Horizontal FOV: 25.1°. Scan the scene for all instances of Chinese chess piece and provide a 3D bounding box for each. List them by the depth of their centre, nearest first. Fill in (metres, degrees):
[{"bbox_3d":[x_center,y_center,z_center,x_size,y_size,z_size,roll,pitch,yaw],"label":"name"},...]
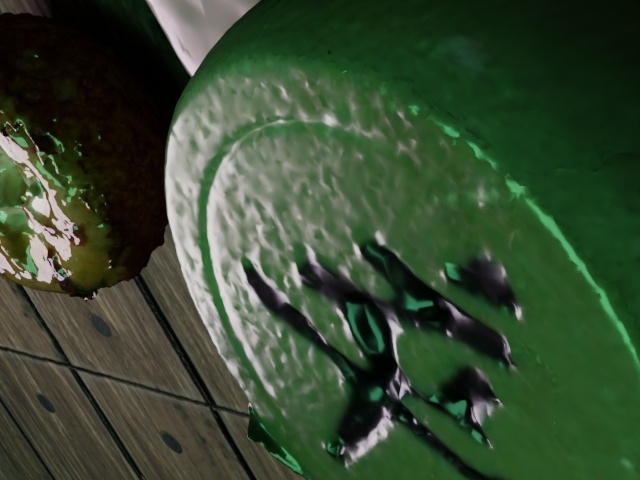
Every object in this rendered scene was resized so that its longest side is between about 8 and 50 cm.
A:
[{"bbox_3d":[0.040,0.013,0.386,0.188,0.083,0.188,35,145,28],"label":"Chinese chess piece"}]

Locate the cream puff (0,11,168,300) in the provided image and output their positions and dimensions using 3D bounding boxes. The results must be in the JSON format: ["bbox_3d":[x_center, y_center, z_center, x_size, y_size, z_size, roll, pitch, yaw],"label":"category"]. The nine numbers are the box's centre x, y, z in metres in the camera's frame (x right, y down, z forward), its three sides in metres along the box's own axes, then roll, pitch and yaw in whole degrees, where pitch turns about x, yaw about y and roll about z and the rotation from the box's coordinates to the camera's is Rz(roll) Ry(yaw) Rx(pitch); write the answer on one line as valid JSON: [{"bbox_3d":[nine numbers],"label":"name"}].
[{"bbox_3d":[-0.212,-0.068,1.119,0.240,0.164,0.240,17,132,20],"label":"cream puff"}]

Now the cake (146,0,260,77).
[{"bbox_3d":[0.137,-0.116,0.492,0.293,0.307,0.314,53,148,-10],"label":"cake"}]
